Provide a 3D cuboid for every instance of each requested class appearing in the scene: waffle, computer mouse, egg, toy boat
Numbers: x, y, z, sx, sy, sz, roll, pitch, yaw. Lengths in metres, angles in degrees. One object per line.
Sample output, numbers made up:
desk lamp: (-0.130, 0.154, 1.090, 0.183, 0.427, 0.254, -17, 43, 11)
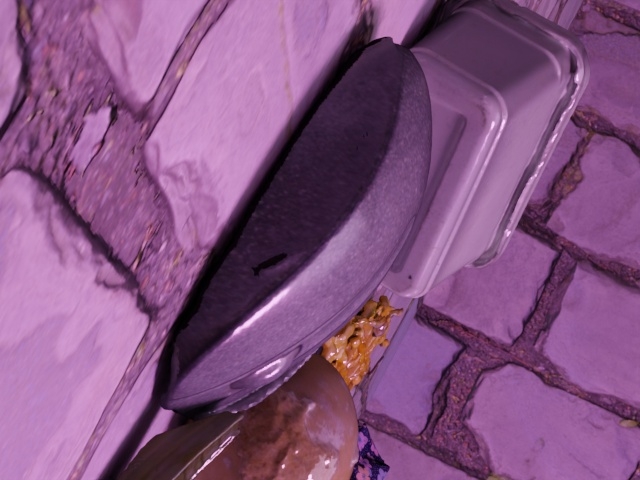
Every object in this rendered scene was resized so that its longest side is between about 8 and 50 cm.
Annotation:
waffle: (0.002, 0.187, 2.020, 0.262, 0.060, 0.280, -59, 167, 27)
computer mouse: (0.003, 0.001, 1.285, 0.374, 0.114, 0.203, -59, 172, -18)
egg: (-0.048, 0.192, 1.402, 0.202, 0.164, 0.164, -65, 172, 4)
toy boat: (-0.162, 0.244, 1.215, 0.293, 0.055, 0.093, -55, 173, -24)

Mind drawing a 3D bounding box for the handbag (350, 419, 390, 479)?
handbag: (-0.050, 0.286, 1.714, 0.207, 0.127, 0.228, -29, -178, 34)

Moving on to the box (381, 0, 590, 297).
box: (0.132, -0.092, 1.649, 0.182, 0.175, 0.312, -37, 155, -53)

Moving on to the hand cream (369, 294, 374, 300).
hand cream: (0.041, 0.115, 2.153, 0.086, 0.055, 0.235, -47, 156, -56)
